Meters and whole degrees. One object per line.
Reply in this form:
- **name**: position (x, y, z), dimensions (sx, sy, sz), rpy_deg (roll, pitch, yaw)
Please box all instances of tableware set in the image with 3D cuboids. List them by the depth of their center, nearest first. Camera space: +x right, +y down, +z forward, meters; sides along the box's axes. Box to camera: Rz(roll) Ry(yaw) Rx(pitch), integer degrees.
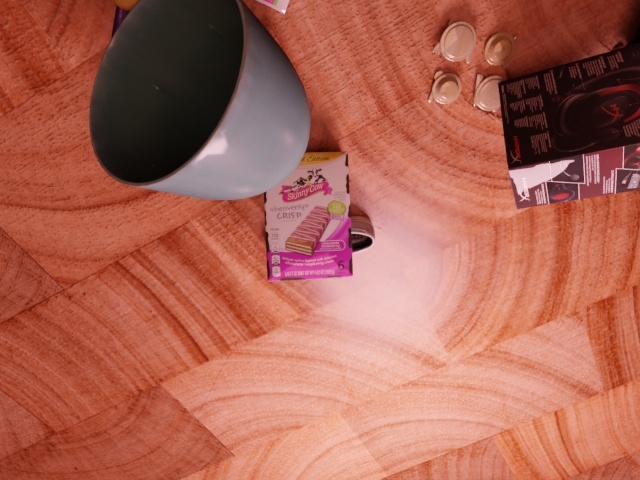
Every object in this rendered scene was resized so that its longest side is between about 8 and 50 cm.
- **tableware set**: position (0.275, -0.309, 0.794), dimensions (0.169, 0.020, 0.140), rpy_deg (5, 118, -9)

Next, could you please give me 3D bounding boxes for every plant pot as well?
- **plant pot**: position (-0.151, -0.193, 0.673), dimensions (0.293, 0.293, 0.235), rpy_deg (-43, 152, 17)

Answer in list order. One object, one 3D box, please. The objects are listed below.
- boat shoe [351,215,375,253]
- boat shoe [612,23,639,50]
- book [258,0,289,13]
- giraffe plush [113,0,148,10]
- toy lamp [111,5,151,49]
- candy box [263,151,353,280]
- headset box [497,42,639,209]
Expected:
- **boat shoe**: position (0.001, 0.001, 0.903), dimensions (0.228, 0.081, 0.079), rpy_deg (-10, 118, 0)
- **boat shoe**: position (0.563, -0.326, 0.780), dimensions (0.095, 0.095, 0.257), rpy_deg (18, 119, 13)
- **book**: position (-0.105, -0.434, 0.692), dimensions (0.144, 0.035, 0.096), rpy_deg (21, 118, -14)
- **giraffe plush**: position (-0.263, -0.436, 0.573), dimensions (0.182, 0.171, 0.210), rpy_deg (-27, 104, -22)
- **toy lamp**: position (-0.305, -0.253, 0.748), dimensions (0.080, 0.080, 0.274), rpy_deg (6, 117, -7)
- **candy box**: position (-0.024, -0.045, 0.829), dimensions (0.160, 0.071, 0.233), rpy_deg (-3, 90, -3)
- **headset box**: position (0.449, -0.186, 0.698), dimensions (0.294, 0.217, 0.110), rpy_deg (-10, 142, 26)
